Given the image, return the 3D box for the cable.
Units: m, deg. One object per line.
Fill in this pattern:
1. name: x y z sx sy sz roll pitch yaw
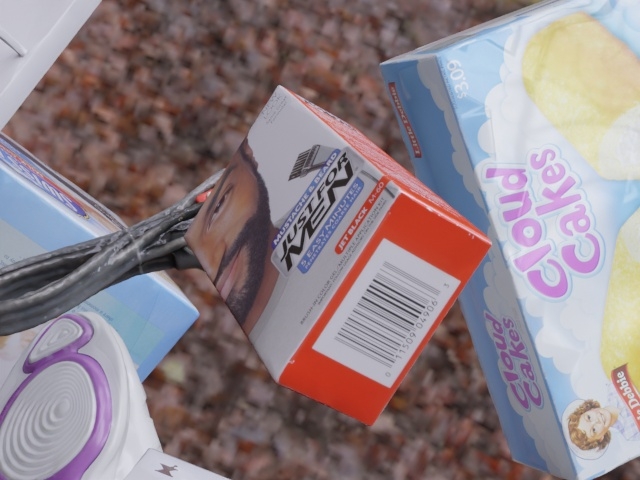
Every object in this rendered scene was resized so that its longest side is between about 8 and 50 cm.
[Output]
1. cable: -0.108 -0.015 0.986 0.287 0.072 0.139 -11 32 -12

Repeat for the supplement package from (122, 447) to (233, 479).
1. supplement package: -0.063 0.286 0.724 0.199 0.262 0.198 20 18 7

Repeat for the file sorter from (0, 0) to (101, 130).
1. file sorter: -0.329 -0.139 0.993 0.193 0.277 0.173 28 -10 46

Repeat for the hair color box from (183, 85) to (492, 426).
1. hair color box: 0.000 0.000 0.634 0.053 0.093 0.167 29 8 -25

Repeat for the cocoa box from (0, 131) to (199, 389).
1. cocoa box: -0.329 0.021 1.276 0.347 0.231 0.228 40 0 -36

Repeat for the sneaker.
1. sneaker: -0.153 0.201 1.021 0.152 0.114 0.305 47 27 -61

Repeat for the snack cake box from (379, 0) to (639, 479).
1. snack cake box: 0.155 -0.009 0.856 0.152 0.264 0.089 -23 10 -18
